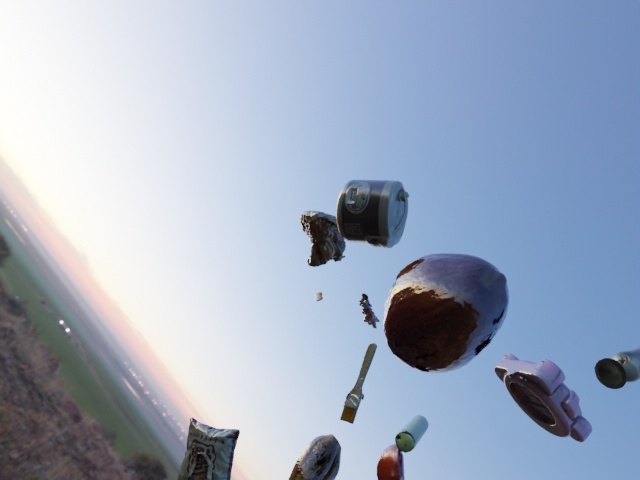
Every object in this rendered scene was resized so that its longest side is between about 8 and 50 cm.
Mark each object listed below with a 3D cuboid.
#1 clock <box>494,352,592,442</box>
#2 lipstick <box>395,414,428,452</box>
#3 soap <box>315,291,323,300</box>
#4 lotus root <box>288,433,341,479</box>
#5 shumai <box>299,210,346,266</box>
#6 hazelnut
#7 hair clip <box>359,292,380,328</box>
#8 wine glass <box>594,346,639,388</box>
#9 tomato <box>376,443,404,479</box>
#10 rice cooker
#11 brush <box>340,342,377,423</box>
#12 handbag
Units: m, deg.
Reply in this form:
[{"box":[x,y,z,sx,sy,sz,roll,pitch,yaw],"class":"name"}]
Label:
[{"box":[0.827,0.582,1.744,0.322,0.113,0.295,53,-16,-2],"class":"clock"},{"box":[0.344,0.716,1.749,0.076,0.076,0.304,42,8,21],"class":"lipstick"},{"box":[-0.007,0.238,1.977,0.089,0.034,0.012,-99,172,-76],"class":"soap"},{"box":[-0.012,0.974,2.010,0.193,0.291,0.193,25,-40,23],"class":"lotus root"},{"box":[0.000,0.000,2.285,0.266,0.263,0.314,13,-7,12],"class":"shumai"},{"box":[0.398,0.215,1.473,0.421,0.420,0.353,-26,-96,65],"class":"hazelnut"},{"box":[0.205,0.308,1.996,0.062,0.056,0.214,10,-35,36],"class":"hair clip"},{"box":[1.035,0.422,1.576,0.103,0.230,0.103,16,-70,56],"class":"wine glass"},{"box":[0.254,0.833,1.701,0.099,0.173,0.189,-3,-45,11],"class":"tomato"},{"box":[0.225,-0.116,1.953,0.276,0.288,0.289,7,-47,26],"class":"rice cooker"},{"box":[0.162,0.574,1.915,0.020,0.337,0.085,39,-28,-32],"class":"brush"},{"box":[-0.391,0.754,1.624,0.212,0.235,0.127,3,-18,19],"class":"handbag"}]
